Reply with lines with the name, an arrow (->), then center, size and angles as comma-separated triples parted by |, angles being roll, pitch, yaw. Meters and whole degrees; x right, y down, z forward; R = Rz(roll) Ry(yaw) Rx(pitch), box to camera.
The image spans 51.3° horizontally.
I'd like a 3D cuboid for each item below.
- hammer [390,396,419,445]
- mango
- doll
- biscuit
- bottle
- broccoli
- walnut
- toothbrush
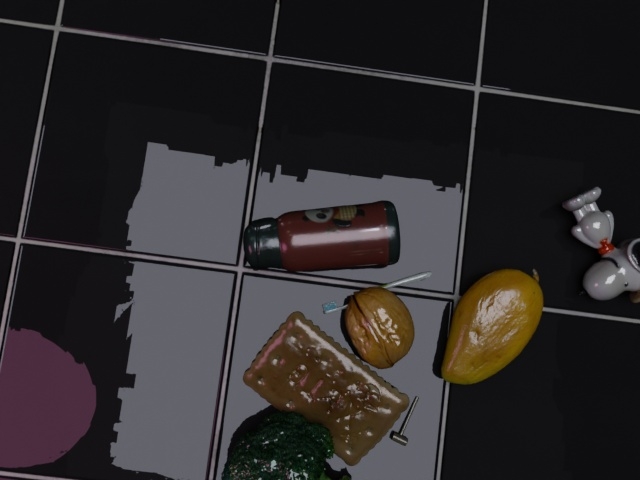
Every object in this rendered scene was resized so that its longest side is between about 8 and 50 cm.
hammer -> 0.195, 0.400, 1.488 | 0.035, 0.019, 0.110 | 27, 77, 0
mango -> 0.377, 0.187, 1.471 | 0.176, 0.119, 0.317 | 35, 87, -6
doll -> 0.671, 0.008, 1.496 | 0.207, 0.144, 0.272 | -10, 89, 5
biscuit -> 0.009, 0.324, 1.438 | 0.324, 0.044, 0.217 | 39, 103, 2
bottle -> 0.000, 0.000, 1.459 | 0.335, 0.144, 0.144 | -7, 84, -3
broccoli -> -0.061, 0.507, 1.348 | 0.297, 0.297, 0.298 | 33, 82, -22
walnut -> 0.127, 0.183, 1.446 | 0.144, 0.144, 0.180 | -32, 82, -6
toothbrush -> 0.131, 0.118, 1.513 | 0.262, 0.022, 0.026 | -17, 97, -5
